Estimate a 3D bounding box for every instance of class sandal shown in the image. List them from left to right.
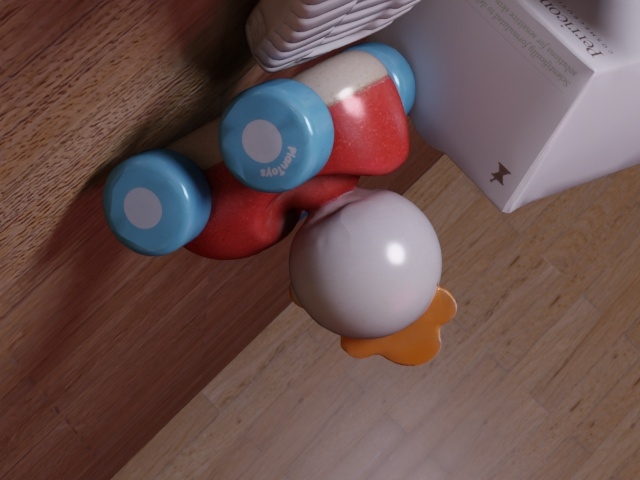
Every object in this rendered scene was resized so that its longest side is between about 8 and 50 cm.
[{"bbox_3d":[0.029,-0.197,0.730,0.169,0.102,0.416,-26,180,-24],"label":"sandal"}]

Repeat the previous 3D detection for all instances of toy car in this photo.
[{"bbox_3d":[0.000,0.000,0.941,0.210,0.238,0.219,-26,-176,26],"label":"toy car"}]

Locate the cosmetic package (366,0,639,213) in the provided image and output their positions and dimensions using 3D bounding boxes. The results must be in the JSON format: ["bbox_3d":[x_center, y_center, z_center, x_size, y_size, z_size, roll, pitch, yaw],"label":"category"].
[{"bbox_3d":[0.237,-0.172,1.076,0.365,0.197,0.155,-19,149,-43],"label":"cosmetic package"}]

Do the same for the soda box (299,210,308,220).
[{"bbox_3d":[-0.010,-0.090,1.266,0.071,0.067,0.210,-41,172,-39],"label":"soda box"}]
